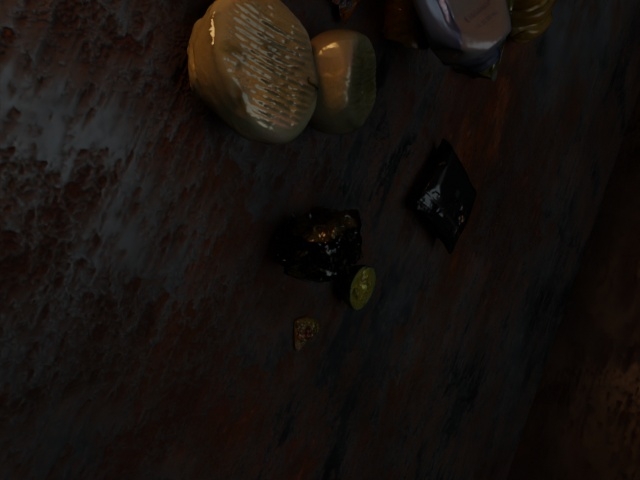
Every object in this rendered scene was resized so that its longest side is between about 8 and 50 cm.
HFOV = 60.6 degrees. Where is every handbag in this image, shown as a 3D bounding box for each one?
[{"bbox_3d":[0.331,-0.107,1.427,0.254,0.089,0.211,42,65,-47],"label":"handbag"}]

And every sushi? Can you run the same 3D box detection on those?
[{"bbox_3d":[0.000,0.000,1.054,0.212,0.147,0.114,-30,120,-61],"label":"sushi"}]

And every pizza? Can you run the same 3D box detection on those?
[{"bbox_3d":[-0.029,0.203,1.165,0.083,0.025,0.078,20,86,-51],"label":"pizza"}]

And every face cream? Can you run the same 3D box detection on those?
[{"bbox_3d":[0.237,-0.509,1.014,0.235,0.137,0.420,-41,120,-17],"label":"face cream"}]

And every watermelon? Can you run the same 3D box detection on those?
[{"bbox_3d":[0.077,0.101,1.224,0.105,0.062,0.105,-30,127,-49],"label":"watermelon"}]

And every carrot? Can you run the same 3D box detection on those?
[{"bbox_3d":[0.183,-0.540,1.085,0.114,0.114,0.301,-20,121,-44],"label":"carrot"}]

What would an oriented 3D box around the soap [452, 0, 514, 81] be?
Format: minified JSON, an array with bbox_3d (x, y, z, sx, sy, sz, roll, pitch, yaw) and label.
[{"bbox_3d":[0.411,-0.528,1.378,0.135,0.076,0.233,-4,107,-49],"label":"soap"}]

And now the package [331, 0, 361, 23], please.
[{"bbox_3d":[0.054,-0.463,1.018,0.077,0.033,0.110,40,68,-38],"label":"package"}]

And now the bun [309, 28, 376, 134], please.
[{"bbox_3d":[0.025,-0.283,0.979,0.193,0.128,0.178,-41,135,-59],"label":"bun"}]

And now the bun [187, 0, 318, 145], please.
[{"bbox_3d":[-0.107,-0.260,0.837,0.210,0.116,0.237,1,80,-42],"label":"bun"}]

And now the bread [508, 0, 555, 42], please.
[{"bbox_3d":[0.555,-0.680,1.456,0.172,0.121,0.311,-55,138,-22],"label":"bread"}]
